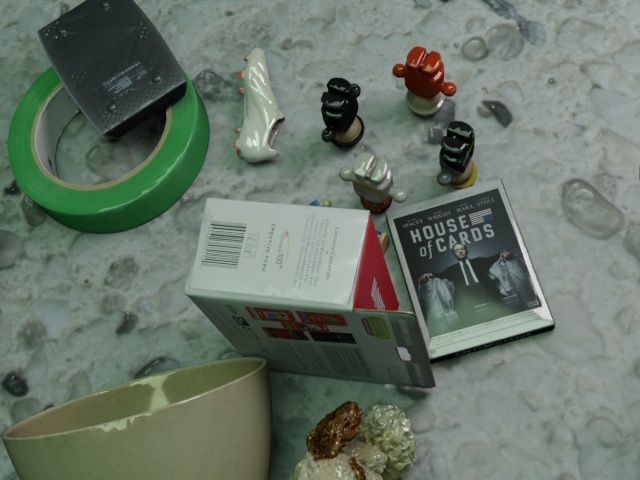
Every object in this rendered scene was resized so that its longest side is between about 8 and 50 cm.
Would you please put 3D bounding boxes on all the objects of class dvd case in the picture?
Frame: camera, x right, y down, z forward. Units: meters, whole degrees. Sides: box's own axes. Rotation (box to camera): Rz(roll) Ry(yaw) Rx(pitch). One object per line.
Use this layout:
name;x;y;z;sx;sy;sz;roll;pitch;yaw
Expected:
dvd case;0.208;0.040;1.301;0.179;0.029;0.238;-17;64;4

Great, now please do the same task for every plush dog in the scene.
plush dog;0.022;0.322;1.102;0.211;0.225;0.262;-11;64;7

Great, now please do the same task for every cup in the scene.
cup;-0.200;0.303;1.137;0.331;0.331;0.236;-14;91;6

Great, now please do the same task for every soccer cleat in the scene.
soccer cleat;-0.092;-0.216;1.465;0.076;0.068;0.196;2;73;7

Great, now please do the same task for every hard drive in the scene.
hard drive;-0.331;-0.285;1.464;0.172;0.054;0.254;-34;64;-5

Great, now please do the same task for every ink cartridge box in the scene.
ink cartridge box;0.011;0.078;1.170;0.272;0.309;0.130;5;67;13

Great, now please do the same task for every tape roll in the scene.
tape roll;-0.344;-0.171;1.488;0.322;0.077;0.321;-4;66;10

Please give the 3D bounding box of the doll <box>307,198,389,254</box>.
doll;0.000;0.000;1.354;0.189;0.046;0.129;16;69;18

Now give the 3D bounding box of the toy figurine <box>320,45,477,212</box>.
toy figurine;0.116;-0.155;1.352;0.213;0.148;0.209;-22;69;-1
